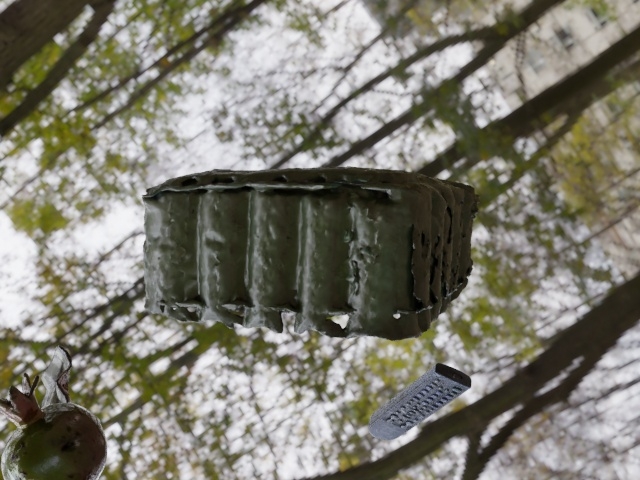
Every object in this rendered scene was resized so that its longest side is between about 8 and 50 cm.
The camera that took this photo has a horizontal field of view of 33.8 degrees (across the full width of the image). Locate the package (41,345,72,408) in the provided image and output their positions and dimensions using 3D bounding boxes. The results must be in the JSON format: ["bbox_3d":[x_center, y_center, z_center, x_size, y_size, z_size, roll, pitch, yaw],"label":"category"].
[{"bbox_3d":[-0.387,0.280,1.554,0.040,0.166,0.232,6,-142,-24],"label":"package"}]

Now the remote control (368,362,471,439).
[{"bbox_3d":[0.098,0.170,1.103,0.043,0.152,0.027,31,-131,-12],"label":"remote control"}]

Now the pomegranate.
[{"bbox_3d":[-0.322,0.235,1.242,0.159,0.129,0.129,62,-158,10],"label":"pomegranate"}]

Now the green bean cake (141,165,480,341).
[{"bbox_3d":[0.000,0.000,0.905,0.255,0.241,0.132,-16,-74,-68],"label":"green bean cake"}]
